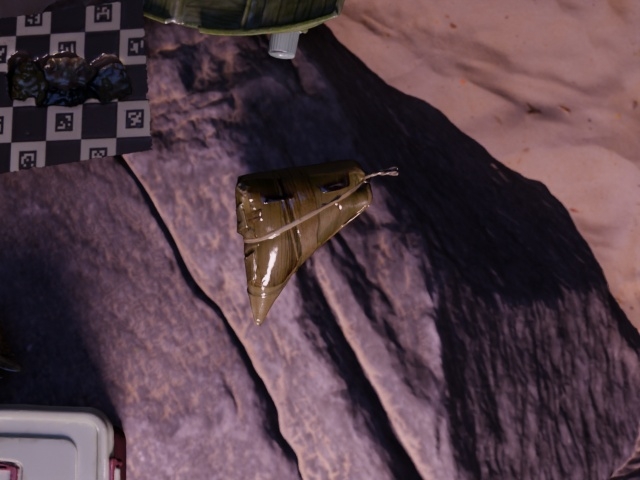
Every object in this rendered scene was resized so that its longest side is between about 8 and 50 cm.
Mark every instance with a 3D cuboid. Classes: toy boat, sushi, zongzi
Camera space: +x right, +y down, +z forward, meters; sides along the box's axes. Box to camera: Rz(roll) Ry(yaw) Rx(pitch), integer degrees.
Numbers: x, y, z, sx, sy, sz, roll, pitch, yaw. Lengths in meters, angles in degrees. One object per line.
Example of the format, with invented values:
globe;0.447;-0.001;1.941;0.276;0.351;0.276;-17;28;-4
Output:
toy boat;-0.094;-0.278;1.820;0.293;0.055;0.093;9;79;28
sushi;-0.299;-0.175;1.863;0.215;0.050;0.192;-7;78;10
zongzi;0.000;0.000;1.809;0.189;0.081;0.178;-9;103;-9

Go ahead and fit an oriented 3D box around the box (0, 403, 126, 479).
box;-0.352;0.278;1.745;0.294;0.167;0.193;0;83;6

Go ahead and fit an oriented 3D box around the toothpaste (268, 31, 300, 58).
toothpaste;-0.023;-0.361;1.866;0.074;0.048;0.297;5;80;19

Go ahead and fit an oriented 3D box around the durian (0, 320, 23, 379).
durian;-0.415;0.143;1.804;0.188;0.091;0.148;2;54;26
